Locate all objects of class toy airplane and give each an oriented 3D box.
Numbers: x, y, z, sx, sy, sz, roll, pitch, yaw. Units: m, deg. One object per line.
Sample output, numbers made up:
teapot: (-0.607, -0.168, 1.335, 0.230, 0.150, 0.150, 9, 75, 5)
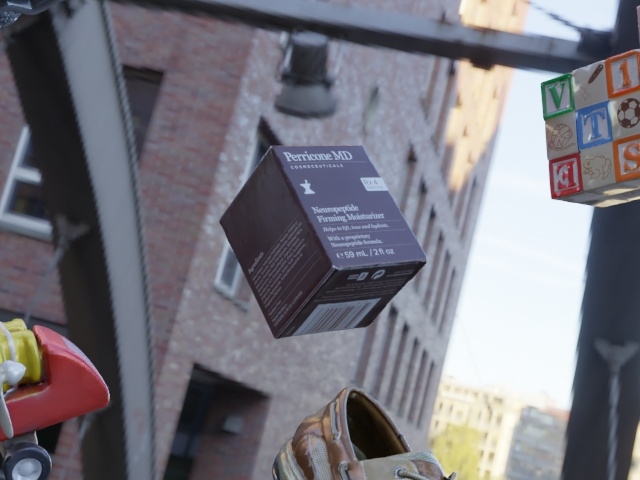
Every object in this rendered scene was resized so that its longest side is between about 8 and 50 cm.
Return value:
toy airplane: (-0.475, 0.130, 1.325, 0.386, 0.272, 0.384, 21, 12, 15)

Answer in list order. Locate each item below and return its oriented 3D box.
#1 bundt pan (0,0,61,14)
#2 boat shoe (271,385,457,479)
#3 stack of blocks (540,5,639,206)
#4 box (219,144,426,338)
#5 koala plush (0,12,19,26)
bundt pan: (-0.174, -0.278, 0.699, 0.331, 0.124, 0.331, -23, -14, -6)
boat shoe: (0.058, 0.232, 0.965, 0.122, 0.120, 0.324, 24, 13, -34)
stack of blocks: (0.357, -0.145, 1.112, 0.087, 0.171, 0.297, 6, -14, -38)
box: (0.000, 0.000, 1.544, 0.168, 0.203, 0.167, -5, -34, -39)
koala plush: (-0.336, -0.288, 1.073, 0.196, 0.221, 0.203, -22, -22, 3)
